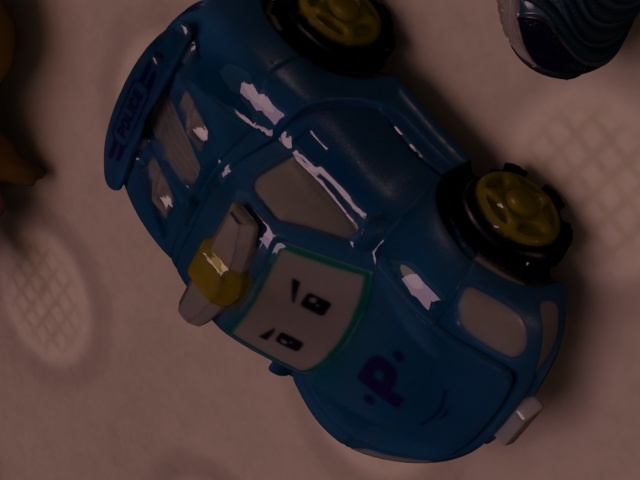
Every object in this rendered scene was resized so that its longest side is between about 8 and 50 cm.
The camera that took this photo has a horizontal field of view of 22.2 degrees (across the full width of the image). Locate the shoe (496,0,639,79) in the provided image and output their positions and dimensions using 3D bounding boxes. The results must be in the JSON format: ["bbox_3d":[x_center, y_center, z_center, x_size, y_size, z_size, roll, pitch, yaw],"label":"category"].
[{"bbox_3d":[0.162,-0.156,0.776,0.106,0.091,0.207,50,130,25],"label":"shoe"}]

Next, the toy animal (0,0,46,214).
[{"bbox_3d":[-0.297,-0.105,1.202,0.169,0.195,0.281,-101,18,-54],"label":"toy animal"}]

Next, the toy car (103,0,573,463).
[{"bbox_3d":[0.000,0.000,0.948,0.314,0.166,0.198,50,137,17],"label":"toy car"}]
